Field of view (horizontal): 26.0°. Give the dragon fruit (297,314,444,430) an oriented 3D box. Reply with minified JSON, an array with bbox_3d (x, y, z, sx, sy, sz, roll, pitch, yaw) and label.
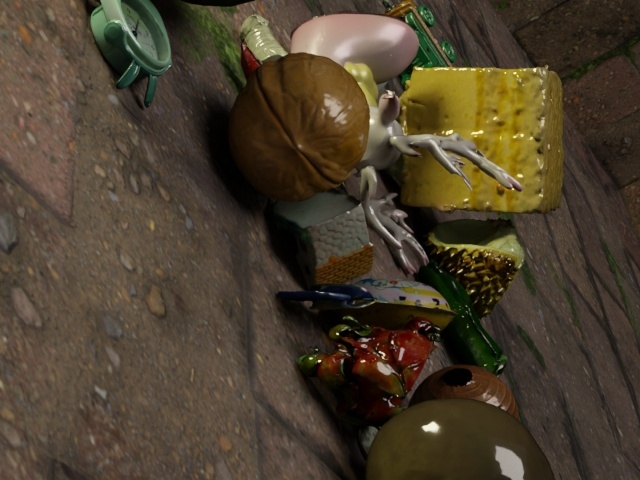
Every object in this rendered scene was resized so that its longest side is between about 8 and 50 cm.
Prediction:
[{"bbox_3d":[0.062,0.134,1.476,0.175,0.138,0.142,26,-7,-27],"label":"dragon fruit"}]

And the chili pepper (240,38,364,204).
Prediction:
[{"bbox_3d":[-0.031,-0.139,1.739,0.268,0.050,0.059,51,0,-24],"label":"chili pepper"}]

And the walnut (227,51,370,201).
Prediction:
[{"bbox_3d":[-0.024,-0.131,1.564,0.165,0.165,0.197,54,18,-22],"label":"walnut"}]

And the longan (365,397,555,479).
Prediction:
[{"bbox_3d":[0.148,0.262,1.412,0.197,0.196,0.220,-93,161,-53],"label":"longan"}]

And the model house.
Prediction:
[{"bbox_3d":[0.000,0.000,1.591,0.100,0.087,0.100,34,-37,53],"label":"model house"}]

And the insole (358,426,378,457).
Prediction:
[{"bbox_3d":[0.067,0.201,1.572,0.065,0.006,0.193,57,19,-14],"label":"insole"}]

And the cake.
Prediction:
[{"bbox_3d":[0.222,-0.153,2.132,0.227,0.286,0.223,-6,97,-73],"label":"cake"}]

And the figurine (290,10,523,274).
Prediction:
[{"bbox_3d":[0.107,-0.149,1.908,0.284,0.206,0.316,31,38,-37],"label":"figurine"}]

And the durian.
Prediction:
[{"bbox_3d":[0.240,0.033,2.067,0.144,0.139,0.252,63,11,-7],"label":"durian"}]

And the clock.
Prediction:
[{"bbox_3d":[-0.195,-0.206,1.420,0.101,0.041,0.135,35,33,-54],"label":"clock"}]

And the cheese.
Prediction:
[{"bbox_3d":[0.060,0.073,1.556,0.250,0.156,0.064,12,80,-50],"label":"cheese"}]

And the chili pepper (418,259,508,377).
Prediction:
[{"bbox_3d":[0.206,0.124,1.972,0.216,0.062,0.108,64,12,9],"label":"chili pepper"}]

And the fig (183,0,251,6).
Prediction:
[{"bbox_3d":[-0.120,-0.388,1.536,0.316,0.316,0.316,51,21,-28],"label":"fig"}]

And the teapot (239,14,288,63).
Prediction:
[{"bbox_3d":[-0.073,-0.246,1.788,0.067,0.057,0.083,103,-32,-57],"label":"teapot"}]

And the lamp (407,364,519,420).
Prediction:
[{"bbox_3d":[0.166,0.211,1.618,0.136,0.136,0.136,51,21,-28],"label":"lamp"}]

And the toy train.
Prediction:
[{"bbox_3d":[0.174,-0.336,2.512,0.228,0.091,0.136,53,30,-23],"label":"toy train"}]
